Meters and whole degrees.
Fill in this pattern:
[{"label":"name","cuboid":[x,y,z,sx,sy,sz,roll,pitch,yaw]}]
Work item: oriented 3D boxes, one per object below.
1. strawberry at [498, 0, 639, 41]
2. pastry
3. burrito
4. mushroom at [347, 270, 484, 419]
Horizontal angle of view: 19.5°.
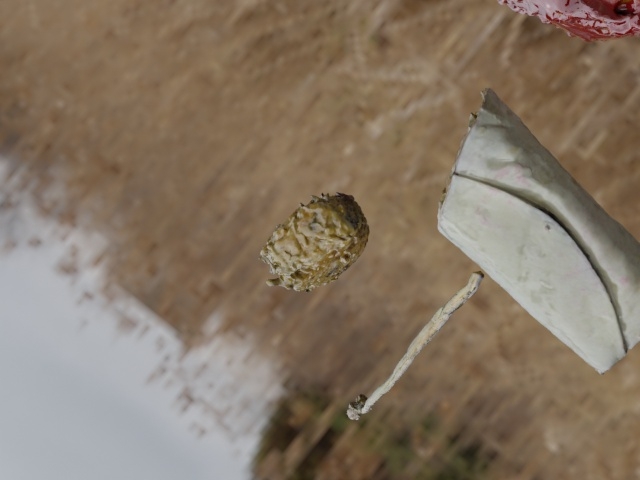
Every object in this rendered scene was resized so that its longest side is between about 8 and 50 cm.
[{"label":"strawberry","cuboid":[0.263,-0.322,1.765,0.261,0.261,0.257,39,174,-12]},{"label":"pastry","cuboid":[0.000,0.000,1.333,0.056,0.080,0.140,47,-169,2]},{"label":"burrito","cuboid":[0.227,-0.010,1.900,0.299,0.143,0.105,44,-144,-7]},{"label":"mushroom","cuboid":[0.089,0.108,1.791,0.026,0.286,0.028,-2,-119,-27]}]
